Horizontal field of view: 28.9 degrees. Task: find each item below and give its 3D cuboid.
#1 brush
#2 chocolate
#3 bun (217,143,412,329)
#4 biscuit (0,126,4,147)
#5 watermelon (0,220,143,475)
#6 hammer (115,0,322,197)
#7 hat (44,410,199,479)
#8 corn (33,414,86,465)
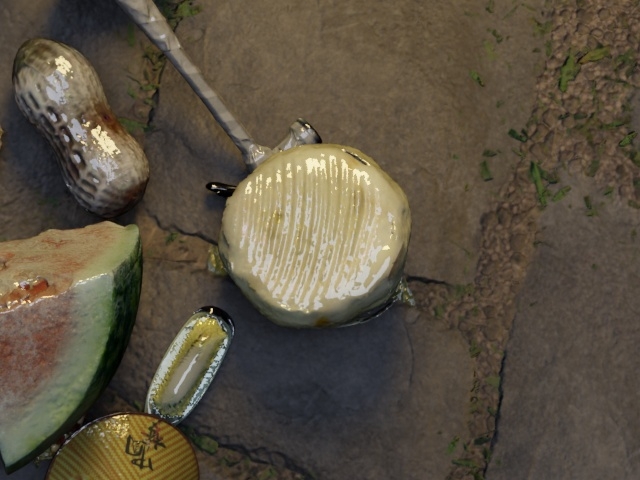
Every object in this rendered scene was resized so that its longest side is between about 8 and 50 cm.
[{"bbox_3d":[-0.191,0.212,1.513,0.068,0.060,0.296,30,80,-5],"label":"brush"},{"bbox_3d":[-0.293,-0.140,1.522,0.110,0.110,0.248,-34,93,-10],"label":"chocolate"},{"bbox_3d":[0.000,0.000,1.522,0.239,0.141,0.239,-1,81,4],"label":"bun"},{"bbox_3d":[-0.443,-0.039,1.488,0.062,0.108,0.238,7,82,15],"label":"biscuit"},{"bbox_3d":[-0.316,0.096,1.392,0.232,0.193,0.310,38,86,-28],"label":"watermelon"},{"bbox_3d":[-0.167,-0.230,1.500,0.152,0.044,0.427,-40,114,-8],"label":"hammer"},{"bbox_3d":[-0.223,0.302,1.453,0.193,0.082,0.193,-5,103,-21],"label":"hat"},{"bbox_3d":[-0.295,0.134,1.500,0.092,0.092,0.280,24,77,-4],"label":"corn"}]
